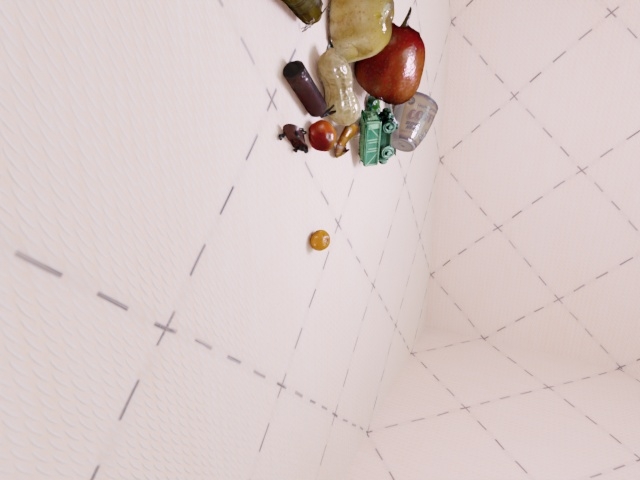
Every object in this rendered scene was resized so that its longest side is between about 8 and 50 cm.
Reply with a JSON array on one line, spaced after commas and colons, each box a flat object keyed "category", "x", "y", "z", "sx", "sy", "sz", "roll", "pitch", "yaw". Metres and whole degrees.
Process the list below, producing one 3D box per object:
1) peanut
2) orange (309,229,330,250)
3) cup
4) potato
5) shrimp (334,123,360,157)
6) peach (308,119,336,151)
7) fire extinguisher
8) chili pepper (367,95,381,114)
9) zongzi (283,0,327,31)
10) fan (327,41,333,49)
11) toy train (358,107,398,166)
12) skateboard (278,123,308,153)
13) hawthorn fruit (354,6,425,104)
[{"category": "peanut", "x": 0.062, "y": -0.534, "z": 1.603, "sx": 0.298, "sy": 0.120, "sz": 0.136, "roll": 70, "pitch": 33, "yaw": -43}, {"category": "orange", "x": 0.000, "y": 0.000, "z": 1.703, "sx": 0.083, "sy": 0.070, "sz": 0.083, "roll": -22, "pitch": 116, "yaw": -57}, {"category": "cup", "x": 0.433, "y": -0.614, "z": 2.293, "sx": 0.301, "sy": 0.227, "sz": 0.257, "roll": 30, "pitch": 73, "yaw": -33}, {"category": "potato", "x": 0.157, "y": -0.784, "z": 1.603, "sx": 0.242, "sy": 0.242, "sz": 0.285, "roll": -33, "pitch": 127, "yaw": -58}, {"category": "shrimp", "x": 0.112, "y": -0.407, "z": 1.803, "sx": 0.150, "sy": 0.068, "sz": 0.248, "roll": -59, "pitch": 173, "yaw": 30}, {"category": "peach", "x": 0.008, "y": -0.360, "z": 1.562, "sx": 0.101, "sy": 0.101, "sz": 0.100, "roll": -33, "pitch": 127, "yaw": -58}, {"category": "fire extinguisher", "x": -0.026, "y": -0.476, "z": 1.468, "sx": 0.072, "sy": 0.089, "sz": 0.268, "roll": 60, "pitch": 9, "yaw": 28}, {"category": "chili pepper", "x": 0.257, "y": -0.572, "z": 2.073, "sx": 0.224, "sy": 0.061, "sz": 0.098, "roll": 59, "pitch": 41, "yaw": -56}, {"category": "zongzi", "x": -0.055, "y": -0.772, "z": 1.297, "sx": 0.248, "sy": 0.111, "sz": 0.241, "roll": -2, "pitch": 94, "yaw": -70}, {"category": "fan", "x": 0.052, "y": -0.654, "z": 1.664, "sx": 0.131, "sy": 0.009, "sz": 0.240, "roll": -33, "pitch": 127, "yaw": -60}, {"category": "toy train", "x": 0.243, "y": -0.441, "z": 1.924, "sx": 0.269, "sy": 0.154, "sz": 0.115, "roll": 88, "pitch": -4, "yaw": -48}, {"category": "skateboard", "x": -0.077, "y": -0.335, "z": 1.453, "sx": 0.151, "sy": 0.067, "sz": 0.080, "roll": 36, "pitch": 55, "yaw": -68}, {"category": "hawthorn fruit", "x": 0.295, "y": -0.738, "z": 1.806, "sx": 0.285, "sy": 0.285, "sz": 0.369, "roll": -44, "pitch": 154, "yaw": -52}]
